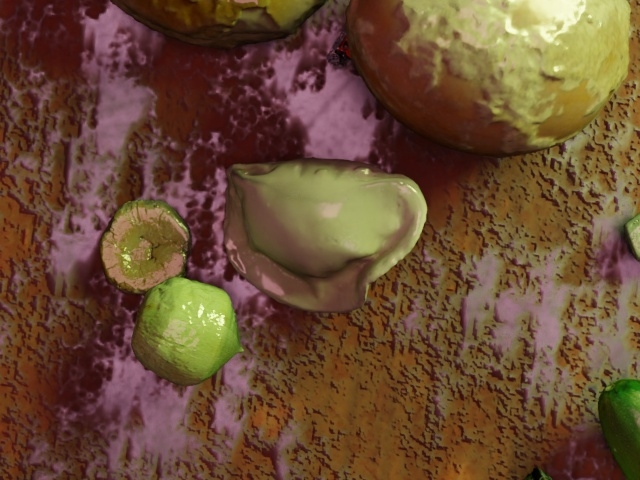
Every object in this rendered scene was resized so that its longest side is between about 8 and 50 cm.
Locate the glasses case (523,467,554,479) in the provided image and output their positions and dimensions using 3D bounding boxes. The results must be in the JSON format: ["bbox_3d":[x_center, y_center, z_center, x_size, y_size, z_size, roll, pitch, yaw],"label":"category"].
[{"bbox_3d":[0.268,0.306,1.163,0.272,0.095,0.062,40,95,-1],"label":"glasses case"}]

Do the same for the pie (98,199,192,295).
[{"bbox_3d":[-0.148,0.006,1.187,0.084,0.020,0.084,0,90,-2],"label":"pie"}]

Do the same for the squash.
[{"bbox_3d":[0.329,0.233,1.169,0.082,0.082,0.292,-36,93,0],"label":"squash"}]

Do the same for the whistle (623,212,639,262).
[{"bbox_3d":[0.368,-0.042,1.168,0.235,0.077,0.114,-23,98,2],"label":"whistle"}]

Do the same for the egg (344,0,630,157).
[{"bbox_3d":[0.132,-0.160,1.105,0.233,0.195,0.195,-2,91,-13],"label":"egg"}]

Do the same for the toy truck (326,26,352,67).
[{"bbox_3d":[0.038,-0.180,1.183,0.032,0.024,0.083,30,89,21],"label":"toy truck"}]

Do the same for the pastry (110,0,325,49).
[{"bbox_3d":[-0.082,-0.276,1.131,0.257,0.121,0.236,-11,92,0],"label":"pastry"}]

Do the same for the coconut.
[{"bbox_3d":[-0.108,0.076,1.157,0.096,0.088,0.088,25,91,-18],"label":"coconut"}]

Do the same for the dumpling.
[{"bbox_3d":[0.002,0.000,1.152,0.169,0.100,0.134,-2,106,1],"label":"dumpling"}]
